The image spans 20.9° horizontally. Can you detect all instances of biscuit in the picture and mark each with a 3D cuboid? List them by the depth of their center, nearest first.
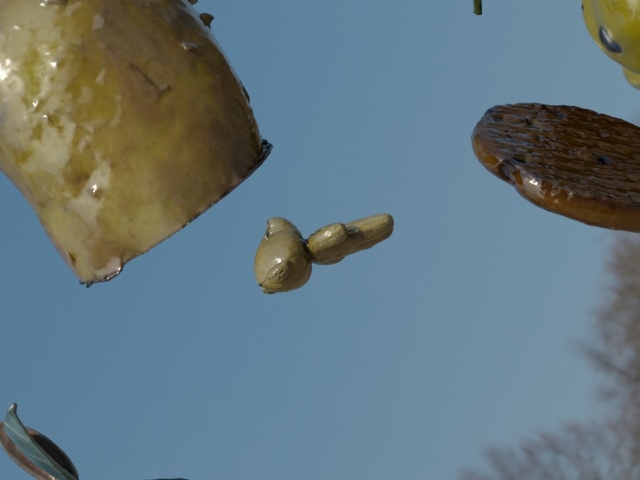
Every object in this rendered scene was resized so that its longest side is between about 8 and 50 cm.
[{"bbox_3d":[0.228,-0.062,1.449,0.212,0.212,0.036,-25,-43,-53],"label":"biscuit"}]

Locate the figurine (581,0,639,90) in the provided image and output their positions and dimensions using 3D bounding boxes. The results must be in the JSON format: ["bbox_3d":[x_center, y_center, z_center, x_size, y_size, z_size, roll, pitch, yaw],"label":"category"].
[{"bbox_3d":[0.356,-0.215,1.685,0.326,0.169,0.218,16,-117,-60],"label":"figurine"}]

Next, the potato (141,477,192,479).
[{"bbox_3d":[-0.087,0.342,1.538,0.269,0.255,0.112,21,-65,-37],"label":"potato"}]

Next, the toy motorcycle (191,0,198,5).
[{"bbox_3d":[-0.241,-0.312,1.889,0.326,0.191,0.200,-49,-31,-63],"label":"toy motorcycle"}]

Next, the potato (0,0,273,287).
[{"bbox_3d":[-0.186,-0.131,1.401,0.229,0.266,0.229,-36,9,7],"label":"potato"}]

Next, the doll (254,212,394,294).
[{"bbox_3d":[0.003,0.009,1.143,0.061,0.093,0.051,90,178,-77],"label":"doll"}]

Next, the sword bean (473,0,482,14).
[{"bbox_3d":[0.149,-0.260,1.686,0.012,0.012,0.083,-32,-60,-48],"label":"sword bean"}]

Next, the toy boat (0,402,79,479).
[{"bbox_3d":[-0.238,0.172,1.440,0.034,0.096,0.122,-54,-8,-15],"label":"toy boat"}]
